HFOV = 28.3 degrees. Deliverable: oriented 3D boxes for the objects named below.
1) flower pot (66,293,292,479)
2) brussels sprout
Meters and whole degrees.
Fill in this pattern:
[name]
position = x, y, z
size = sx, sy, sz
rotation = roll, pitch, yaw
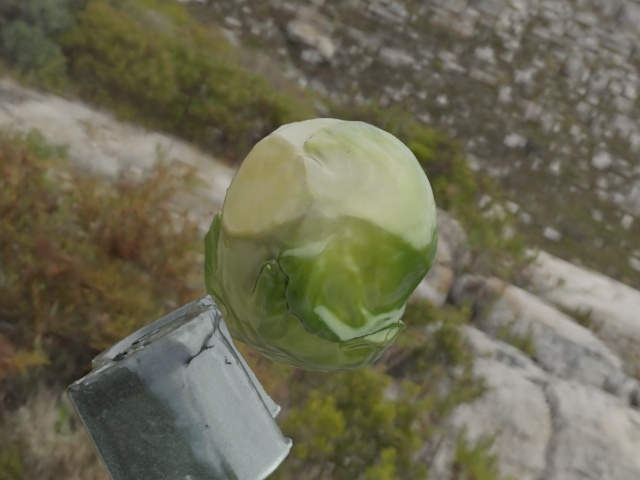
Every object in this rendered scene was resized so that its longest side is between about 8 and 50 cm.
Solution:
[flower pot]
position = -0.089, 0.107, 0.844
size = 0.108, 0.103, 0.229
rotation = 62, -2, -4
[brussels sprout]
position = 0.001, 0.002, 1.347
size = 0.227, 0.259, 0.294
rotation = 21, -15, 32
